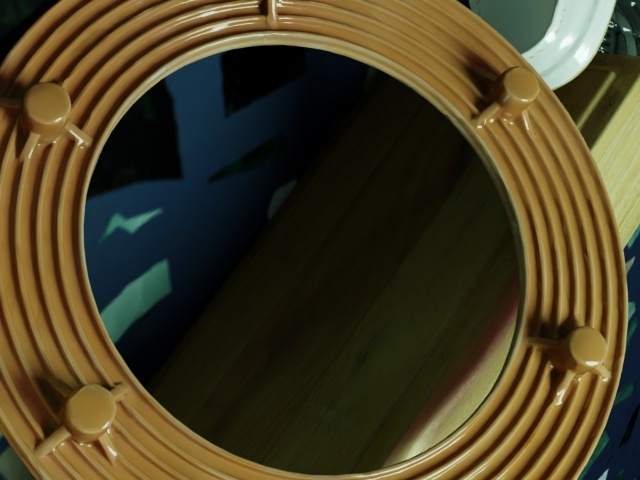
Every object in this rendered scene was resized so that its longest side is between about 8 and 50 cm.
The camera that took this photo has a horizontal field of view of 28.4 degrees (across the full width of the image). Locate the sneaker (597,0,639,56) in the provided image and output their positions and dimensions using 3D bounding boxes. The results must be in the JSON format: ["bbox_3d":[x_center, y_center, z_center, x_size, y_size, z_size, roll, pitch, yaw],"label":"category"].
[{"bbox_3d":[0.176,-0.202,0.892,0.130,0.109,0.286,162,-61,-79],"label":"sneaker"}]

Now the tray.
[{"bbox_3d":[0.021,0.058,0.731,0.411,0.203,0.076,-53,128,-18],"label":"tray"}]

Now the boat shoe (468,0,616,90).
[{"bbox_3d":[0.104,-0.219,0.724,0.096,0.098,0.277,19,62,-42],"label":"boat shoe"}]

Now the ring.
[{"bbox_3d":[0.000,0.000,0.592,0.336,0.336,0.032,-46,179,-28],"label":"ring"}]
